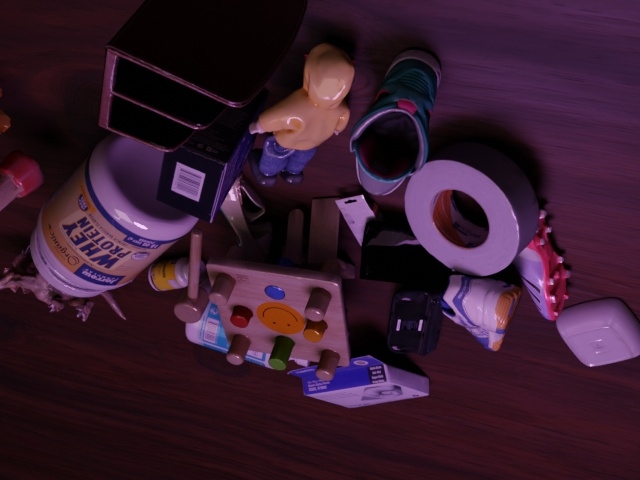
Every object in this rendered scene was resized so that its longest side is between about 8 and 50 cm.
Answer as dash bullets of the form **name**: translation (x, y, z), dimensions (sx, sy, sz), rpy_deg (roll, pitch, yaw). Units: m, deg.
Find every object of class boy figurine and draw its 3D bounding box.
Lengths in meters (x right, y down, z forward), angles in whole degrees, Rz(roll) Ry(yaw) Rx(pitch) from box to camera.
- **boy figurine**: translation (-0.032, -0.202, 1.519), dimensions (0.177, 0.092, 0.285), rpy_deg (-8, 148, -31)

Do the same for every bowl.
- **bowl**: translation (0.516, 0.179, 1.712), dimensions (0.142, 0.053, 0.142), rpy_deg (-19, 121, 39)

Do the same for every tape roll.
- **tape roll**: translation (0.248, -0.051, 1.537), dimensions (0.219, 0.072, 0.219), rpy_deg (25, 134, 29)

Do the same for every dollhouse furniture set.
- **dollhouse furniture set**: translation (0.000, 0.000, 1.784), dimensions (0.144, 0.123, 0.151), rpy_deg (-2, 166, 27)

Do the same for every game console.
- **game console**: translation (0.177, 0.104, 1.779), dimensions (0.213, 0.044, 0.361), rpy_deg (7, 137, 4)

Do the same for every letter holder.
- **letter holder**: translation (-0.163, -0.272, 1.384), dimensions (0.214, 0.302, 0.152), rpy_deg (23, 137, 1)

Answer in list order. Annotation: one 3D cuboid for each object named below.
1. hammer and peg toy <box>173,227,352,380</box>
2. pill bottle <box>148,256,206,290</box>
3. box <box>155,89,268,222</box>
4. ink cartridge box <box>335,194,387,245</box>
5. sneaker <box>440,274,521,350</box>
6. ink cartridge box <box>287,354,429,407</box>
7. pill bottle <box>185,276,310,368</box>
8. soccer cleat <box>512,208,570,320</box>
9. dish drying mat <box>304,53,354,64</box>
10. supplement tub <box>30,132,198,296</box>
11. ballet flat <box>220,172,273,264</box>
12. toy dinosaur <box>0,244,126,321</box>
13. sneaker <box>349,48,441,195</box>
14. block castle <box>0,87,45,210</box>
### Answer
- **hammer and peg toy**: translation (-0.126, 0.126, 1.733), dimensions (0.361, 0.127, 0.266), rpy_deg (9, 139, 14)
- **pill bottle**: translation (-0.301, 0.069, 1.960), dimensions (0.116, 0.065, 0.065), rpy_deg (-10, 128, 31)
- **box**: translation (-0.183, -0.162, 1.573), dimensions (0.108, 0.207, 0.153), rpy_deg (23, 138, 1)
- **ink cartridge box**: translation (0.080, -0.044, 1.703), dimensions (0.063, 0.029, 0.115), rpy_deg (-10, 126, 31)
- **sneaker**: translation (0.285, 0.116, 1.669), dimensions (0.131, 0.112, 0.296), rpy_deg (20, 166, 15)
- **ink cartridge box**: translation (0.081, 0.305, 1.967), dimensions (0.223, 0.045, 0.224), rpy_deg (-17, 151, 36)
- **pill bottle**: translation (-0.137, 0.180, 1.936), dimensions (0.264, 0.146, 0.146), rpy_deg (18, 137, 7)
- **soccer cleat**: translation (0.370, 0.038, 1.626), dimensions (0.095, 0.083, 0.248), rpy_deg (8, 136, 39)
- **dish drying mat**: translation (0.015, -0.285, 1.508), dimensions (0.083, 0.008, 0.032), rpy_deg (9, 136, 16)
- **supplement tub**: translation (-0.394, -0.043, 1.758), dimensions (0.228, 0.228, 0.316), rpy_deg (40, 131, -16)
- **ballet flat**: translation (-0.136, -0.031, 1.782), dimensions (0.086, 0.086, 0.248), rpy_deg (-3, 130, 27)
- **toy dinosaur**: translation (-0.570, 0.089, 2.055), dimensions (0.296, 0.127, 0.200), rpy_deg (17, 180, -28)
- **sneaker**: translation (0.108, -0.141, 1.483), dimensions (0.124, 0.178, 0.295), rpy_deg (20, 138, 4)
- **block castle**: translation (-0.757, -0.229, 1.770), dimensions (0.303, 0.213, 0.453), rpy_deg (-16, 118, 49)
